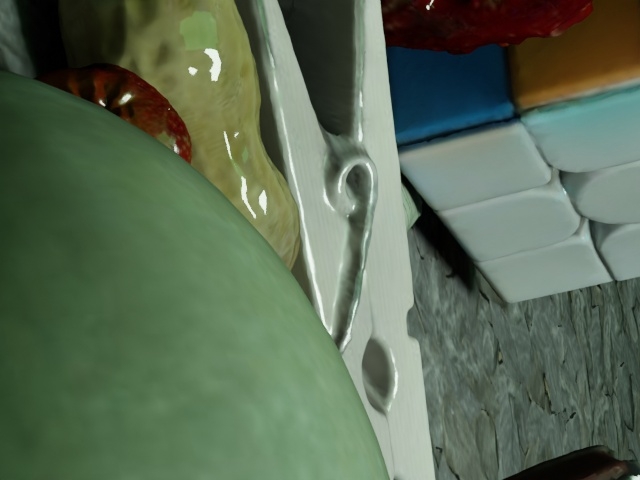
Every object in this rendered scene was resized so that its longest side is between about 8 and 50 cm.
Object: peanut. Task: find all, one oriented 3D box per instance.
[{"bbox_3d":[-0.063,-0.050,0.841,0.104,0.086,0.228,-86,160,-63],"label":"peanut"}]

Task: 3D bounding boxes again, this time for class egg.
[{"bbox_3d":[-0.098,0.126,0.445,0.258,0.258,0.352,20,69,-66],"label":"egg"}]

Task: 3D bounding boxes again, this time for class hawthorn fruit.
[{"bbox_3d":[-0.099,-0.032,0.752,0.093,0.093,0.093,-9,90,-69],"label":"hawthorn fruit"}]

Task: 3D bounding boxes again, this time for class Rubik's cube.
[{"bbox_3d":[0.216,-0.156,1.280,0.291,0.290,0.291,49,32,-56],"label":"Rubik's cube"}]

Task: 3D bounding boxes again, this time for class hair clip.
[{"bbox_3d":[-0.004,0.001,0.970,0.101,0.085,0.330,-22,107,-53],"label":"hair clip"}]

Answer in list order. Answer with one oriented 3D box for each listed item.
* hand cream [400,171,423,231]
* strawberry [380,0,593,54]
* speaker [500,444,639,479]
[{"bbox_3d":[0.033,-0.014,1.134,0.080,0.050,0.234,65,20,-15],"label":"hand cream"},{"bbox_3d":[0.098,-0.253,1.085,0.220,0.274,0.274,-67,144,-69],"label":"strawberry"},{"bbox_3d":[0.032,0.231,0.740,0.198,0.259,0.329,-74,149,-67],"label":"speaker"}]
